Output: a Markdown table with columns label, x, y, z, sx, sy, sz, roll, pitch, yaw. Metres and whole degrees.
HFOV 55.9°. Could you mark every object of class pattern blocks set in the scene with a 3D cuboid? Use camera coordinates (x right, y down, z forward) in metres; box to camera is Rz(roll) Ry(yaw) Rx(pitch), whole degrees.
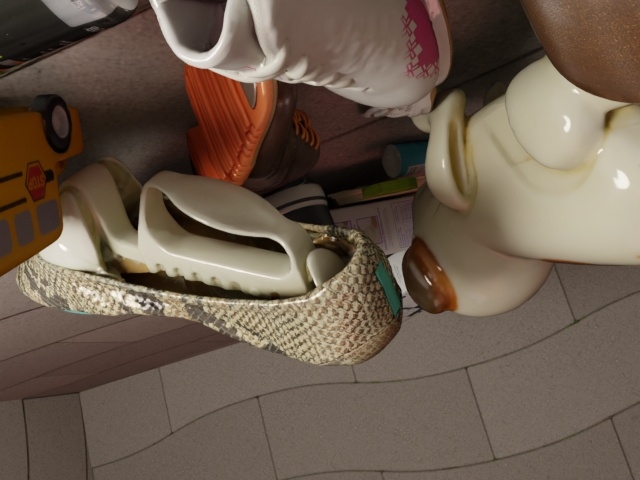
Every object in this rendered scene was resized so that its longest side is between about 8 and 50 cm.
| label | x | y | z | sx | sy | sz | roll | pitch | yaw |
| --- | --- | --- | --- | --- | --- | --- | --- | --- | --- |
| pattern blocks set | 0.099 | -0.082 | 1.040 | 0.325 | 0.026 | 0.285 | -11 | 180 | -11 |

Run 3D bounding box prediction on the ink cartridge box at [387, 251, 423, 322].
| label | x | y | z | sx | sy | sz | roll | pitch | yaw |
| --- | --- | --- | --- | --- | --- | --- | --- | --- | --- |
| ink cartridge box | 0.170 | 0.100 | 1.261 | 0.153 | 0.087 | 0.208 | 8 | 145 | -42 |

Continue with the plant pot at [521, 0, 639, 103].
| label | x | y | z | sx | sy | sz | roll | pitch | yaw |
| --- | --- | --- | --- | --- | --- | --- | --- | --- | --- |
| plant pot | 0.185 | -0.228 | 0.351 | 0.215 | 0.215 | 0.230 | -25 | 148 | 35 |

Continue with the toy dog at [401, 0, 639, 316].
| label | x | y | z | sx | sy | sz | roll | pitch | yaw |
| --- | --- | --- | --- | --- | --- | --- | --- | --- | --- |
| toy dog | 0.268 | -0.054 | 0.723 | 0.284 | 0.395 | 0.408 | -20 | 165 | -35 |

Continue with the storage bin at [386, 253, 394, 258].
| label | x | y | z | sx | sy | sz | roll | pitch | yaw |
| --- | --- | --- | --- | --- | --- | --- | --- | --- | --- |
| storage bin | 0.143 | 0.002 | 1.335 | 0.091 | 0.135 | 0.098 | -20 | 170 | -33 |

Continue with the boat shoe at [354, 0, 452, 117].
| label | x | y | z | sx | sy | sz | roll | pitch | yaw |
| --- | --- | --- | --- | --- | --- | --- | --- | --- | --- |
| boat shoe | 0.062 | -0.176 | 0.578 | 0.096 | 0.098 | 0.277 | -17 | 168 | 3 |

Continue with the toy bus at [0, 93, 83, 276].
| label | x | y | z | sx | sy | sz | roll | pitch | yaw |
| --- | --- | --- | --- | --- | --- | --- | --- | --- | --- |
| toy bus | -0.280 | -0.030 | 0.430 | 0.108 | 0.130 | 0.333 | -2 | -164 | 2 |

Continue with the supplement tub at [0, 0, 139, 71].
| label | x | y | z | sx | sy | sz | roll | pitch | yaw |
| --- | --- | --- | --- | --- | --- | --- | --- | --- | --- |
| supplement tub | -0.212 | -0.150 | 0.340 | 0.190 | 0.117 | 0.117 | -18 | 166 | 9 |

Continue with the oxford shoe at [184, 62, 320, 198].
| label | x | y | z | sx | sy | sz | roll | pitch | yaw |
| --- | --- | --- | --- | --- | --- | --- | --- | --- | --- |
| oxford shoe | -0.063 | -0.122 | 0.637 | 0.132 | 0.130 | 0.363 | -18 | 177 | -16 |

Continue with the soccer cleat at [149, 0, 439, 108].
| label | x | y | z | sx | sy | sz | roll | pitch | yaw |
| --- | --- | --- | --- | --- | --- | --- | --- | --- | --- |
| soccer cleat | -0.028 | -0.142 | 0.378 | 0.116 | 0.143 | 0.331 | -1 | 161 | 35 |

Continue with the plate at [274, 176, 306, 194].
| label | x | y | z | sx | sy | sz | roll | pitch | yaw |
| --- | --- | --- | --- | --- | --- | --- | --- | --- | --- |
| plate | -0.108 | -0.051 | 0.867 | 0.188 | 0.024 | 0.188 | -16 | -165 | 4 |

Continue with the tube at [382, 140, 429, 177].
| label | x | y | z | sx | sy | sz | roll | pitch | yaw |
| --- | --- | --- | --- | --- | --- | --- | --- | --- | --- |
| tube | 0.200 | -0.141 | 0.979 | 0.207 | 0.052 | 0.080 | -12 | -171 | -27 |

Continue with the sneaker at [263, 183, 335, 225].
| label | x | y | z | sx | sy | sz | roll | pitch | yaw |
| --- | --- | --- | --- | --- | --- | --- | --- | --- | --- |
| sneaker | -0.123 | 0.044 | 0.779 | 0.321 | 0.127 | 0.126 | -23 | 172 | 24 |

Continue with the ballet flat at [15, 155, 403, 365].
| label | x | y | z | sx | sy | sz | roll | pitch | yaw |
| --- | --- | --- | --- | --- | --- | --- | --- | --- | --- |
| ballet flat | -0.152 | 0.000 | 0.615 | 0.483 | 0.164 | 0.182 | 9 | 142 | 23 |

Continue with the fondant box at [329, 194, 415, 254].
| label | x | y | z | sx | sy | sz | roll | pitch | yaw |
| --- | --- | --- | --- | --- | --- | --- | --- | --- | --- |
| fondant box | 0.000 | 0.000 | 1.060 | 0.330 | 0.096 | 0.238 | -12 | 180 | -27 |

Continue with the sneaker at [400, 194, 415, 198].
| label | x | y | z | sx | sy | sz | roll | pitch | yaw |
| --- | --- | --- | --- | --- | --- | --- | --- | --- | --- |
| sneaker | 0.313 | -0.047 | 1.282 | 0.210 | 0.137 | 0.366 | -20 | 162 | 31 |
